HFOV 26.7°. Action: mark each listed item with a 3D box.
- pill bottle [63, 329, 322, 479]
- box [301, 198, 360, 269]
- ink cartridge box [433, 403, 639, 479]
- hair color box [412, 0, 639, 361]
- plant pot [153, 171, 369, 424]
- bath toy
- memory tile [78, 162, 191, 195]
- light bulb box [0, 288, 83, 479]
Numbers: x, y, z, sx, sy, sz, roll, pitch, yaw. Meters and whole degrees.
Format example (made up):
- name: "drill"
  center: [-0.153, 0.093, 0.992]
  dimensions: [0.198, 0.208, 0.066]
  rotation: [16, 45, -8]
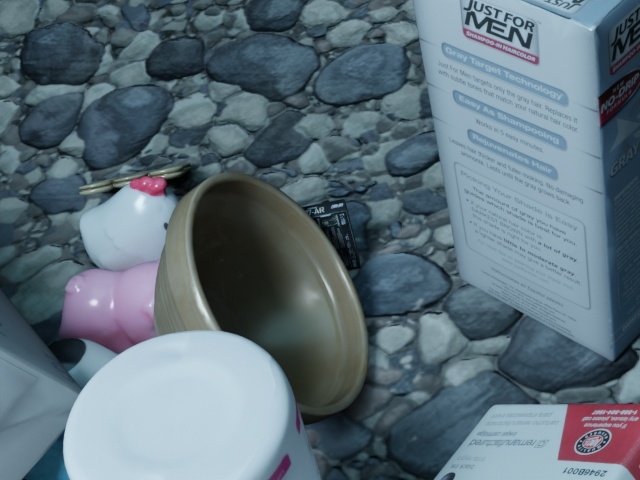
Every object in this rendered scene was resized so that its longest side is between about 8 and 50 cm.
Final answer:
- name: "pill bottle"
  center: [-0.071, 0.213, 0.992]
  dimensions: [0.160, 0.283, 0.160]
  rotation: [-8, 44, 8]
- name: "box"
  center: [0.000, 0.000, 1.331]
  dimensions: [0.067, 0.083, 0.018]
  rotation: [-12, 45, 5]
- name: "ink cartridge box"
  center: [0.138, 0.249, 0.962]
  dimensions: [0.273, 0.114, 0.197]
  rotation: [-47, 18, -28]
- name: "hair color box"
  center: [0.199, -0.087, 1.152]
  dimensions: [0.185, 0.374, 0.113]
  rotation: [29, 59, 36]
- name: "plant pot"
  center: [-0.071, 0.066, 1.218]
  dimensions: [0.110, 0.237, 0.237]
  rotation: [-31, 35, 31]
- name: "bath toy"
  center: [-0.182, 0.073, 1.279]
  dimensions: [0.151, 0.129, 0.348]
  rotation: [19, 45, -13]
- name: "memory tile"
  center: [-0.197, -0.065, 1.442]
  dimensions: [0.113, 0.012, 0.148]
  rotation: [-11, 6, -1]
- name: "light bulb box"
  center: [-0.458, 0.128, 1.154]
  dimensions: [0.358, 0.225, 0.361]
  rotation: [-48, 49, -1]
